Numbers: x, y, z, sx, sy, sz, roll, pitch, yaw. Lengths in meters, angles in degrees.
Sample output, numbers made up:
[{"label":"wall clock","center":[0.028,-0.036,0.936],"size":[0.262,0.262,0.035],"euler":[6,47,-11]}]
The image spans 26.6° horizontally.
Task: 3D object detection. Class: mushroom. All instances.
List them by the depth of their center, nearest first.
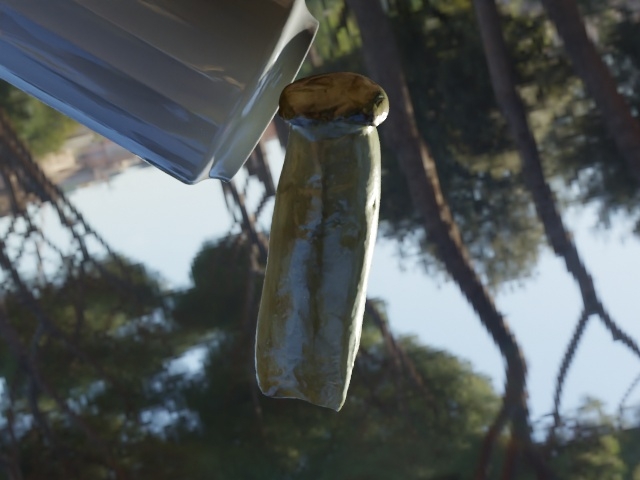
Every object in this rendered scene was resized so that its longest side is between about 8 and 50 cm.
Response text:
[{"label":"mushroom","center":[0.000,0.000,1.231],"size":[0.100,0.312,0.081],"euler":[11,-162,15]}]

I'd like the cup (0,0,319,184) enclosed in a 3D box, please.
[{"label":"cup","center":[-0.192,-0.228,1.415],"size":[0.327,0.236,0.323],"euler":[28,-171,-10]}]
